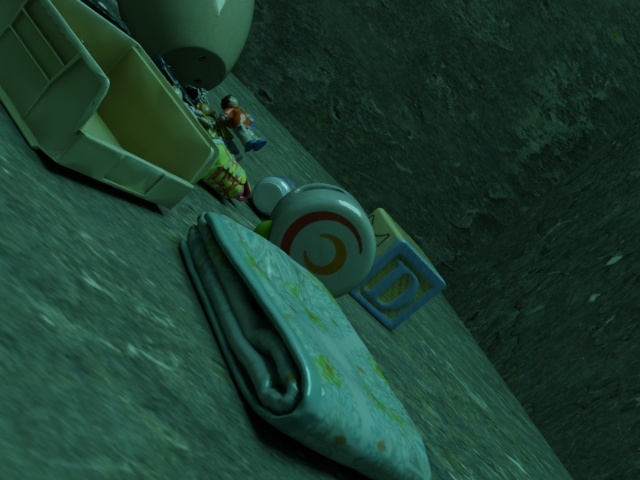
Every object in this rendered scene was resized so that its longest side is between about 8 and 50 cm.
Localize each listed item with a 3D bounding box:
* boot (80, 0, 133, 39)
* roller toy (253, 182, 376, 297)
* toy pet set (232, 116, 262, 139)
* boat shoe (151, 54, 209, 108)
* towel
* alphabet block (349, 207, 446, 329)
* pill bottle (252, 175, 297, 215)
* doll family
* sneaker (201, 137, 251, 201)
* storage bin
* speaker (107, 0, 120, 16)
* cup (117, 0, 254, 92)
[{"bbox_3d":[-0.481,-0.469,1.371,0.338,0.118,0.223,56,0,-33],"label":"boot"},{"bbox_3d":[0.000,0.000,1.325,0.209,0.191,0.146,45,8,-16],"label":"roller toy"},{"bbox_3d":[-0.219,-0.339,2.178,0.122,0.065,0.114,50,9,14],"label":"toy pet set"},{"bbox_3d":[-0.295,-0.312,1.625,0.254,0.079,0.095,41,11,-40],"label":"boat shoe"},{"bbox_3d":[-0.016,0.140,0.969,0.320,0.090,0.374,39,13,-44],"label":"towel"},{"bbox_3d":[0.163,0.070,1.850,0.193,0.192,0.197,46,10,-28],"label":"alphabet block"},{"bbox_3d":[-0.101,-0.098,1.613,0.087,0.087,0.160,48,9,-1],"label":"pill bottle"},{"bbox_3d":[-0.248,-0.234,1.504,0.263,0.118,0.163,-5,58,-57],"label":"doll family"},{"bbox_3d":[-0.179,-0.123,1.364,0.094,0.081,0.208,52,9,13],"label":"sneaker"},{"bbox_3d":[-0.290,-0.189,0.960,0.260,0.123,0.262,51,9,21],"label":"storage bin"},{"bbox_3d":[-0.553,-0.635,1.873,0.136,0.055,0.055,42,11,-39],"label":"speaker"},{"bbox_3d":[-0.309,-0.489,1.729,0.331,0.331,0.237,36,40,-54],"label":"cup"}]
